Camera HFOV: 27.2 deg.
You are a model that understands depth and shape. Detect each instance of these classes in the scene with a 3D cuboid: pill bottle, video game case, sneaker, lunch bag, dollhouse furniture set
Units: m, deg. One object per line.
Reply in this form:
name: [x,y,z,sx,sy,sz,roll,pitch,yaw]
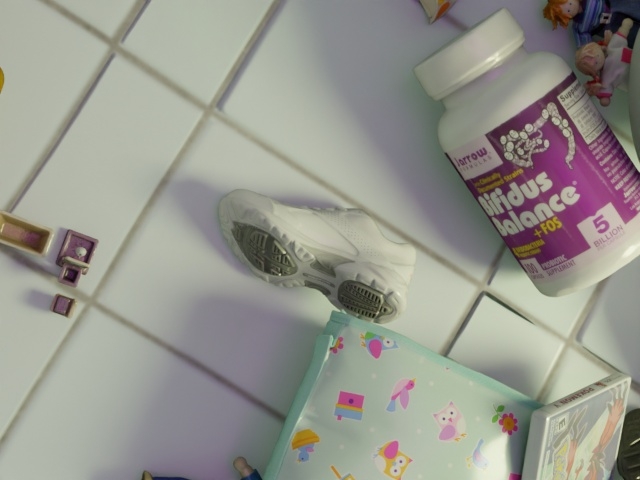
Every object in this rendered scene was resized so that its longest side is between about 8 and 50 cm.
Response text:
pill bottle: [0.236,-0.101,1.473,0.169,0.169,0.301,-36,95,-14]
video game case: [0.274,0.259,1.453,0.183,0.023,0.201,-14,115,-48]
sneaker: [0.000,0.000,1.459,0.232,0.090,0.115,29,47,1]
sneaker: [0.391,0.314,1.539,0.087,0.130,0.227,-11,62,-10]
lunch bag: [0.079,0.220,1.418,0.262,0.160,0.223,27,81,-18]
dollhouse furniture set: [-0.294,0.019,1.371,0.114,0.081,0.091,22,81,-12]

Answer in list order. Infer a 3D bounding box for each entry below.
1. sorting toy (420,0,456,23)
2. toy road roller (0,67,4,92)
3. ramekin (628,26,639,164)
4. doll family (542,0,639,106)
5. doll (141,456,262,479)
sorting toy: [0.140,-0.306,1.533,0.075,0.045,0.083,-34,96,-33]
toy road roller: [-0.462,-0.136,1.282,0.241,0.202,0.329,31,78,-22]
ramekin: [0.441,-0.150,1.427,0.135,0.277,0.277,-6,88,-11]
doll family: [0.351,-0.292,1.560,0.163,0.118,0.263,10,102,-20]
doll: [-0.103,0.295,1.422,0.189,0.046,0.129,15,84,-13]
